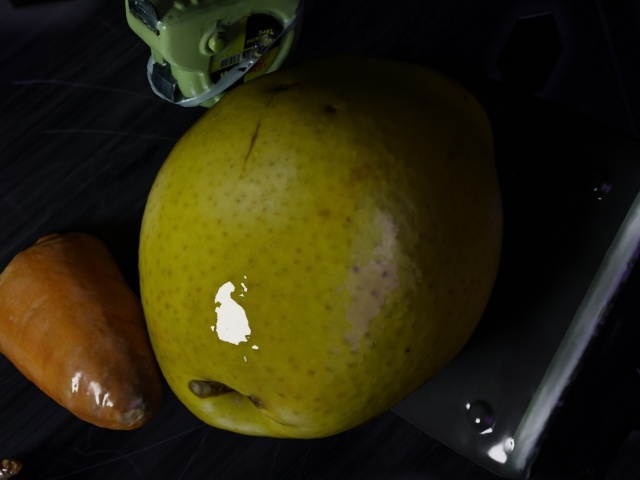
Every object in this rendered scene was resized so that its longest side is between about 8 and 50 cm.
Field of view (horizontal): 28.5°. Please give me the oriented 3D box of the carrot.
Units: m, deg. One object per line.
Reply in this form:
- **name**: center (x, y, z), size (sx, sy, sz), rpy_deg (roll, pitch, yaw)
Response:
- **carrot**: center (-0.233, 0.107, 1.286), size (0.159, 0.225, 0.159), rpy_deg (-17, 124, -27)

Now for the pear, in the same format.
- **pear**: center (0.000, 0.000, 1.263), size (0.362, 0.362, 0.418), rpy_deg (52, 57, -43)

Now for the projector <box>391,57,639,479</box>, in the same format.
- **projector**: center (0.201, 0.029, 1.477), size (0.242, 0.405, 0.395), rpy_deg (17, 100, -51)

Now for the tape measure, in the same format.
- **tape measure**: center (-0.101, -0.221, 1.302), size (0.200, 0.106, 0.175), rpy_deg (-33, 149, -28)

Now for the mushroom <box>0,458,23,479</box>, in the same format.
- **mushroom**: center (-0.371, 0.291, 1.363), size (0.088, 0.073, 0.129), rpy_deg (41, 81, -18)
